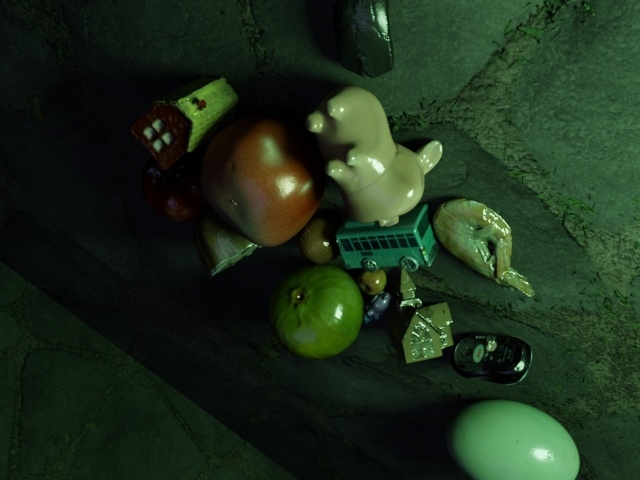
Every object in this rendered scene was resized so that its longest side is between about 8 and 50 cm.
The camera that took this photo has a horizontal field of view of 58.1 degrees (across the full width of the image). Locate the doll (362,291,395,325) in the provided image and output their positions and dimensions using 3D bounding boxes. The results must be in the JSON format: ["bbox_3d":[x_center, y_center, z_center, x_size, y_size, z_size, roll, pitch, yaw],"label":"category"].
[{"bbox_3d":[0.171,0.208,1.739,0.067,0.110,0.206,46,151,15],"label":"doll"}]

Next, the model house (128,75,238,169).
[{"bbox_3d":[-0.334,-0.318,1.484,0.253,0.196,0.160,-19,109,44],"label":"model house"}]

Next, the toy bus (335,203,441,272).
[{"bbox_3d":[0.169,-0.009,1.501,0.255,0.128,0.147,-4,126,35],"label":"toy bus"}]

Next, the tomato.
[{"bbox_3d":[-0.160,-0.152,1.472,0.341,0.273,0.342,20,139,18],"label":"tomato"}]

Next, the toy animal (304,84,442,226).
[{"bbox_3d":[0.107,-0.188,1.301,0.237,0.269,0.327,-20,85,45],"label":"toy animal"}]

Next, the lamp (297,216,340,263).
[{"bbox_3d":[0.000,0.000,1.623,0.136,0.136,0.136,20,139,18],"label":"lamp"}]

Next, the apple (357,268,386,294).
[{"bbox_3d":[0.152,0.117,1.687,0.083,0.071,0.084,26,139,24],"label":"apple"}]

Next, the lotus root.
[{"bbox_3d":[-0.265,-0.024,1.714,0.192,0.272,0.272,51,140,-2],"label":"lotus root"}]

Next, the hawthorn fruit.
[{"bbox_3d":[-0.417,-0.147,1.723,0.230,0.210,0.266,26,150,11],"label":"hawthorn fruit"}]

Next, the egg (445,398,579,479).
[{"bbox_3d":[0.571,0.625,1.739,0.388,0.276,0.276,8,134,29],"label":"egg"}]

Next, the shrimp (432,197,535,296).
[{"bbox_3d":[0.411,0.016,1.396,0.317,0.077,0.168,38,139,0],"label":"shrimp"}]

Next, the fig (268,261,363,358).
[{"bbox_3d":[-0.001,0.223,1.753,0.315,0.316,0.316,20,139,18],"label":"fig"}]

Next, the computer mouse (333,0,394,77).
[{"bbox_3d":[0.087,-0.432,1.169,0.121,0.073,0.217,12,137,25],"label":"computer mouse"}]

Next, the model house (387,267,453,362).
[{"bbox_3d":[0.277,0.193,1.641,0.176,0.181,0.248,-13,99,-4],"label":"model house"}]

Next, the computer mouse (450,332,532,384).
[{"bbox_3d":[0.484,0.337,1.621,0.233,0.137,0.096,-2,147,43],"label":"computer mouse"}]
